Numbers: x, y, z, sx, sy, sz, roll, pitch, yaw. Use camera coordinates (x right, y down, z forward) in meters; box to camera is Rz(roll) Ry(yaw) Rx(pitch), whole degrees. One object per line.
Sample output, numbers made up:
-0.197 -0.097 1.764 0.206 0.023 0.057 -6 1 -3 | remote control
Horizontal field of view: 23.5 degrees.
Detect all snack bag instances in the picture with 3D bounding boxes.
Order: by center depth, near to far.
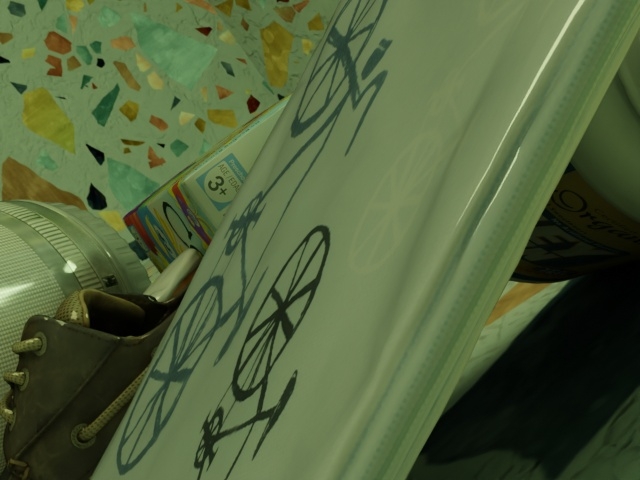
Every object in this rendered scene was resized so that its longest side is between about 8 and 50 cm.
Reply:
0.001 0.017 0.525 0.323 0.037 0.342 -62 13 -2 | snack bag

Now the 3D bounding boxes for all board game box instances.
-0.017 -0.010 0.996 0.142 0.144 0.275 -38 5 -14 | board game box

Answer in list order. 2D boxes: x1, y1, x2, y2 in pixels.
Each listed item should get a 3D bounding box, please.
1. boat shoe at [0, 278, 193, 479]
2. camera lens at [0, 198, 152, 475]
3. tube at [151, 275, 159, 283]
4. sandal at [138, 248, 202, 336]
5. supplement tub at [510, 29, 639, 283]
-0.099 0.081 0.803 0.355 0.130 0.132 -35 6 1 | boat shoe
-0.270 0.091 1.086 0.219 0.219 0.274 -32 -7 33 | camera lens
-0.118 0.037 1.617 0.240 0.062 0.070 -36 11 -8 | tube
-0.099 0.102 0.964 0.102 0.076 0.265 -52 -6 -37 | sandal
0.124 -0.064 0.619 0.144 0.144 0.199 -38 6 -23 | supplement tub
